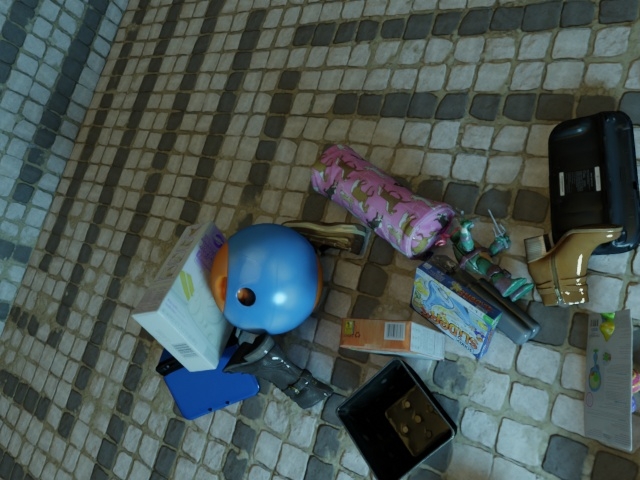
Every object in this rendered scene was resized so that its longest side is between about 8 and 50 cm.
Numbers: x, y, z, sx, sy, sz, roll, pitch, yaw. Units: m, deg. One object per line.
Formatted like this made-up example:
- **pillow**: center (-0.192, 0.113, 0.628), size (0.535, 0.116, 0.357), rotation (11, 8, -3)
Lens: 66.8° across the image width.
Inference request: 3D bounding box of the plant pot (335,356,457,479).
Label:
- **plant pot**: center (0.180, 0.385, 1.040), size (0.187, 0.167, 0.188), rotation (-45, 58, 11)

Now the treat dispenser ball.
- **treat dispenser ball**: center (-0.136, 0.099, 1.251), size (0.288, 0.288, 0.288), rotation (-10, 69, 28)

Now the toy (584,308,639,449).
- **toy**: center (0.552, 0.252, 0.900), size (0.056, 0.137, 0.237), rotation (5, 77, 0)

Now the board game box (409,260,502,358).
- **board game box**: center (0.292, 0.152, 1.076), size (0.035, 0.136, 0.201), rotation (-30, 49, -30)

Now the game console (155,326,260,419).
- **game console**: center (-0.319, 0.346, 1.441), size (0.293, 0.173, 0.250), rotation (-26, 32, 21)

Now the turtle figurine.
- **turtle figurine**: center (0.355, 0.023, 1.063), size (0.118, 0.175, 0.234), rotation (-55, 52, 32)

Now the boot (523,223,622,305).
- **boot**: center (0.517, 0.051, 0.974), size (0.197, 0.073, 0.152), rotation (-19, 84, 52)

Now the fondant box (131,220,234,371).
- **fondant box**: center (-0.321, 0.143, 1.301), size (0.096, 0.238, 0.330), rotation (-14, 37, 27)

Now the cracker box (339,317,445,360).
- **cracker box**: center (0.165, 0.218, 1.063), size (0.156, 0.232, 0.067), rotation (-3, 72, 30)

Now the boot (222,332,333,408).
- **boot**: center (-0.114, 0.351, 1.225), size (0.263, 0.229, 0.091), rotation (-34, 16, 50)

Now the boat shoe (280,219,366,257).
- **boat shoe**: center (-0.004, -0.001, 1.324), size (0.257, 0.095, 0.095), rotation (3, 82, 32)

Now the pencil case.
- **pencil case**: center (0.143, -0.107, 1.222), size (0.160, 0.167, 0.386), rotation (-43, 55, -13)

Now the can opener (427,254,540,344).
- **can opener**: center (0.347, 0.135, 1.093), size (0.283, 0.076, 0.095), rotation (45, 132, 33)

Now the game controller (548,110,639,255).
- **game controller**: center (0.580, -0.124, 1.038), size (0.166, 0.067, 0.319), rotation (-10, 68, 44)
